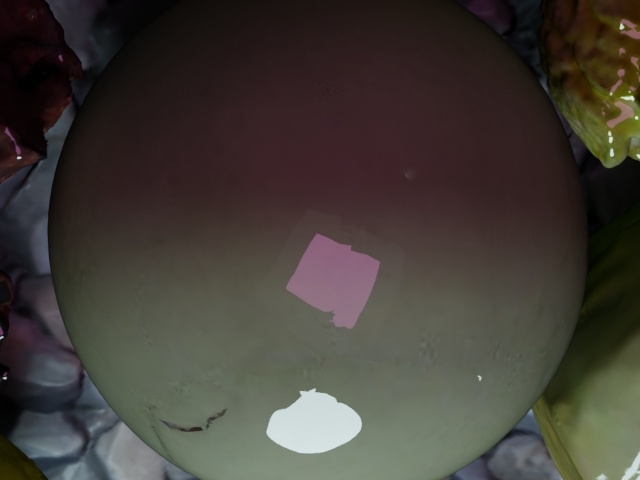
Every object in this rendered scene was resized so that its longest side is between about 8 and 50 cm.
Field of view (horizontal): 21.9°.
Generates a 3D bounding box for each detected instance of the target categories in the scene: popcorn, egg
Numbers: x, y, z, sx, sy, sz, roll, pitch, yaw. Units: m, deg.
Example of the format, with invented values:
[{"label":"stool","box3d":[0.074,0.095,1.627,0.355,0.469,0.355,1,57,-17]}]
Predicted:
[{"label":"popcorn","box3d":[0.156,-0.084,0.732,0.116,0.106,0.121,-26,126,19]},{"label":"egg","box3d":[0.000,0.000,0.674,0.219,0.219,0.269,-22,159,4]}]

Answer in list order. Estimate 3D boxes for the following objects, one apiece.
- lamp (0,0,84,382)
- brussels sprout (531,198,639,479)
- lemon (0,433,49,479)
[{"label":"lamp","box3d":[-0.198,-0.031,0.655,0.223,0.151,0.215,14,126,5]},{"label":"brussels sprout","box3d":[0.249,0.068,0.782,0.294,0.227,0.259,-23,124,11]},{"label":"lemon","box3d":[-0.226,0.183,0.743,0.260,0.260,0.284,-19,141,2]}]
